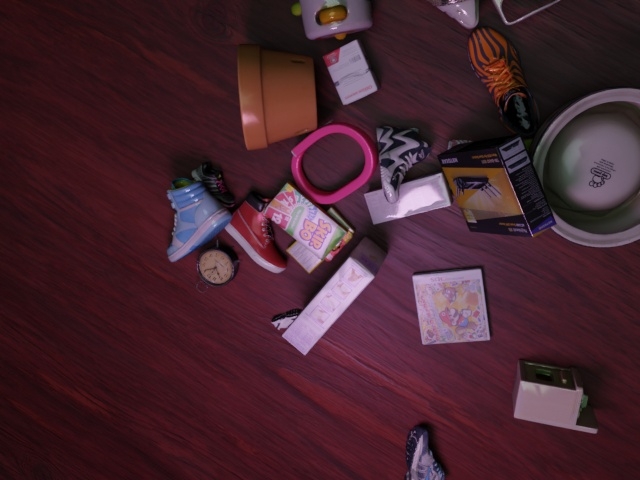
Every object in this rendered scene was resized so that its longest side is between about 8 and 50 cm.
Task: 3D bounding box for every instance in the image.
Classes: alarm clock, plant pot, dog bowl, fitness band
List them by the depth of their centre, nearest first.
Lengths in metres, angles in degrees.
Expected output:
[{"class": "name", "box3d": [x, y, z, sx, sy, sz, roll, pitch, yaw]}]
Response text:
[{"class": "dog bowl", "box3d": [0.721, -0.195, 1.662, 0.407, 0.150, 0.408, 0, 109, 0]}, {"class": "plant pot", "box3d": [-0.116, -0.406, 1.808, 0.203, 0.291, 0.291, -5, 104, -2]}, {"class": "fitness band", "box3d": [0.034, -0.225, 1.878, 0.290, 0.054, 0.209, -31, 99, 38]}, {"class": "alarm clock", "box3d": [-0.342, 0.095, 2.098, 0.129, 0.064, 0.192, 41, 108, 1]}]

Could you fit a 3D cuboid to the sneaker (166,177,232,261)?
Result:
[{"class": "sneaker", "box3d": [-0.423, -0.076, 2.025, 0.319, 0.127, 0.208, -36, 90, 38]}]

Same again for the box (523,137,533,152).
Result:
[{"class": "box", "box3d": [0.543, -0.185, 1.786, 0.108, 0.042, 0.178, -14, 105, 2]}]

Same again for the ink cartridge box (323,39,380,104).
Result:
[{"class": "ink cartridge box", "box3d": [0.090, -0.475, 1.832, 0.109, 0.063, 0.151, -21, 99, 19]}]

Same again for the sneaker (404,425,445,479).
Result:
[{"class": "sneaker", "box3d": [0.339, 0.725, 2.087, 0.122, 0.110, 0.283, 0, 108, -4]}]

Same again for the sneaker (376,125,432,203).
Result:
[{"class": "sneaker", "box3d": [0.242, -0.220, 1.814, 0.152, 0.094, 0.235, -7, 61, 6]}]

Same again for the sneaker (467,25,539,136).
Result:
[{"class": "sneaker", "box3d": [0.487, -0.414, 1.682, 0.124, 0.180, 0.321, -30, 96, 20]}]

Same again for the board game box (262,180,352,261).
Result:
[{"class": "board game box", "box3d": [-0.036, -0.051, 1.954, 0.259, 0.039, 0.124, 38, 109, -10]}]

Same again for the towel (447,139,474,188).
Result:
[{"class": "towel", "box3d": [0.453, -0.205, 1.829, 0.196, 0.029, 0.144, 9, 107, 12]}]

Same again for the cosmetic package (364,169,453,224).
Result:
[{"class": "cosmetic package", "box3d": [0.255, -0.125, 1.874, 0.238, 0.060, 0.099, -13, 103, 24]}]

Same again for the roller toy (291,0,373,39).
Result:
[{"class": "roller toy", "box3d": [0.044, -0.615, 1.735, 0.209, 0.191, 0.146, 11, 116, 59]}]

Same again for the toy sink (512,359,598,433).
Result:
[{"class": "toy sink", "box3d": [0.688, 0.446, 1.879, 0.234, 0.153, 0.131, 9, 106, 13]}]

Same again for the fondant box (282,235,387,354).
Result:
[{"class": "fondant box", "box3d": [0.046, 0.160, 1.922, 0.096, 0.238, 0.330, 39, 111, 2]}]

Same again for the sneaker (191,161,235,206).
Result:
[{"class": "sneaker", "box3d": [-0.325, -0.178, 2.019, 0.170, 0.063, 0.075, 46, 117, 4]}]

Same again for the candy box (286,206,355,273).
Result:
[{"class": "candy box", "box3d": [0.000, 0.000, 2.003, 0.206, 0.027, 0.105, -43, 91, 20]}]

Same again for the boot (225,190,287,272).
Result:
[{"class": "boot", "box3d": [-0.164, -0.031, 2.009, 0.244, 0.088, 0.176, 45, 109, 3]}]

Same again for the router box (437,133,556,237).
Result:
[{"class": "router box", "box3d": [0.448, -0.138, 1.680, 0.081, 0.309, 0.243, -29, 100, -13]}]

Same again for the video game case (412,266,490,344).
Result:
[{"class": "video game case", "box3d": [0.395, 0.201, 1.955, 0.206, 0.026, 0.227, -7, 103, 16]}]

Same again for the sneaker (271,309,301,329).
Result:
[{"class": "sneaker", "box3d": [-0.105, 0.258, 2.099, 0.109, 0.040, 0.044, -19, 115, 22]}]

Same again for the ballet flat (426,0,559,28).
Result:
[{"class": "ballet flat", "box3d": [0.451, -0.637, 1.646, 0.482, 0.164, 0.182, -7, 113, 10]}]
